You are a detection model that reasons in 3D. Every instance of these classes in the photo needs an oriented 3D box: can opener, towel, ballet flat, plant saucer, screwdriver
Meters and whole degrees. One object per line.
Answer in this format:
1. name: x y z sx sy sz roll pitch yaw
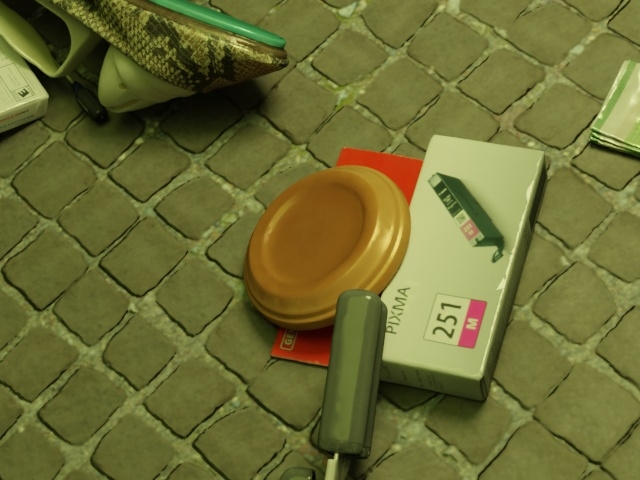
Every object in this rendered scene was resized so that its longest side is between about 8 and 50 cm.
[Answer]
1. can opener: 0.009 0.185 1.489 0.093 0.074 0.280 10 79 12
2. towel: 0.377 -0.133 1.650 0.152 0.023 0.113 20 68 23
3. ballet flat: -0.258 -0.260 1.804 0.482 0.164 0.182 33 103 19
4. plant saucer: 0.000 0.000 1.626 0.200 0.037 0.200 -19 50 24
5. screwdriver: -0.305 -0.198 1.860 0.024 0.025 0.170 -37 59 -8

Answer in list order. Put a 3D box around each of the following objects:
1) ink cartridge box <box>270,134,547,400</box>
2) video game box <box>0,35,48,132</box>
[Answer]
1. ink cartridge box: 0.092 0.014 1.617 0.239 0.060 0.275 10 63 18
2. video game box: -0.455 -0.201 1.830 0.187 0.048 0.205 -24 66 -29
